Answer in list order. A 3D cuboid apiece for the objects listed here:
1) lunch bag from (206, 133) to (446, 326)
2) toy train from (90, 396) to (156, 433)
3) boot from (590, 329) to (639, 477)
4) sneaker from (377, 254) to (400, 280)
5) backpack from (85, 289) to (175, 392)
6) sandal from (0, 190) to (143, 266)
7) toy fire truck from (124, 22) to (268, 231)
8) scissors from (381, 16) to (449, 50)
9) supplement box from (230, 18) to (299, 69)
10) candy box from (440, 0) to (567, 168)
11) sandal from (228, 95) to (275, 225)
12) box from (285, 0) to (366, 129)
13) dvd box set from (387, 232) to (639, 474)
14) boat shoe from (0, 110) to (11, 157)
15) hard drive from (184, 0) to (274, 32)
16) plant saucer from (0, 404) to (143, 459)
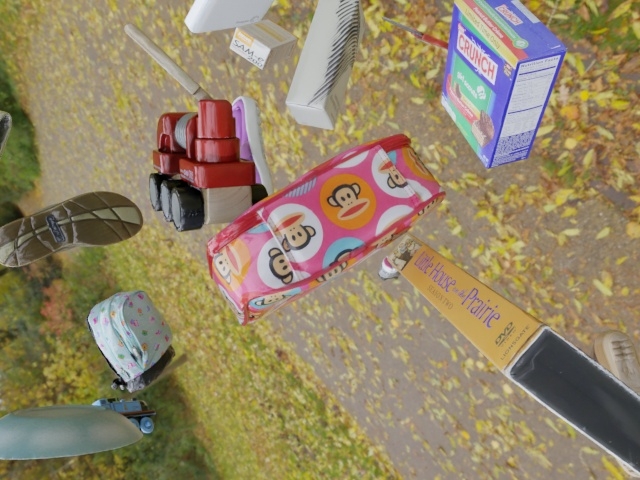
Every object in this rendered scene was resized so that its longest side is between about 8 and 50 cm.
[{"bbox_3d":[0.000,0.000,0.722,0.120,0.293,0.258,58,164,9],"label":"lunch bag"},{"bbox_3d":[-0.502,0.452,1.397,0.080,0.184,0.105,-34,65,22],"label":"toy train"},{"bbox_3d":[0.546,0.292,1.002,0.207,0.090,0.248,47,-138,-64],"label":"boot"},{"bbox_3d":[0.215,0.065,1.515,0.063,0.170,0.074,50,132,18],"label":"sneaker"},{"bbox_3d":[-0.374,0.189,1.101,0.182,0.115,0.152,63,-166,-13],"label":"backpack"},{"bbox_3d":[-0.322,-0.016,0.706,0.049,0.180,0.072,3,111,68],"label":"sandal"},{"bbox_3d":[-0.178,-0.150,0.736,0.217,0.159,0.246,27,120,59],"label":"toy fire truck"},{"bbox_3d":[0.249,-0.508,1.356,0.109,0.297,0.021,31,110,21],"label":"scissors"},{"bbox_3d":[-0.084,-0.301,0.841,0.062,0.098,0.036,35,127,6],"label":"supplement box"},{"bbox_3d":[0.399,-0.371,1.268,0.317,0.122,0.268,85,166,-54],"label":"candy box"},{"bbox_3d":[-0.181,-0.136,1.129,0.169,0.102,0.416,-53,37,40],"label":"sandal"},{"bbox_3d":[0.015,-0.397,1.226,0.094,0.275,0.113,14,172,16],"label":"box"},{"bbox_3d":[0.264,0.136,0.694,0.308,0.062,0.420,36,-175,-12],"label":"dvd box set"},{"bbox_3d":[-0.718,-0.150,1.127,0.109,0.094,0.302,97,176,-71],"label":"boat shoe"},{"bbox_3d":[-0.146,-0.621,1.258,0.353,0.233,0.047,-35,87,47],"label":"hard drive"},{"bbox_3d":[-0.316,0.225,0.668,0.195,0.195,0.037,162,109,-64],"label":"plant saucer"}]
